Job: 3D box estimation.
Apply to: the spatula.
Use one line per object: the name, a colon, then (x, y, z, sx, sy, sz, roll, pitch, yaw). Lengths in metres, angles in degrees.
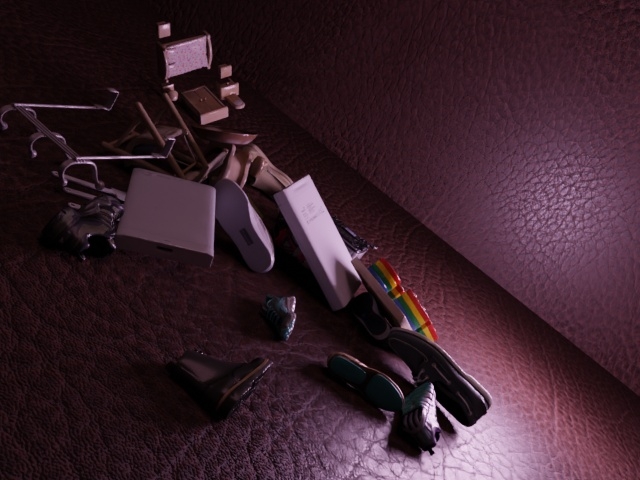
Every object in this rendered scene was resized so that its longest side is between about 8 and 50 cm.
spatula: (-0.471, -0.085, 1.602, 0.242, 0.019, 0.168, 19, 25, -47)

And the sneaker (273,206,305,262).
sneaker: (-0.089, -0.055, 2.146, 0.112, 0.121, 0.299, 28, 18, -22)

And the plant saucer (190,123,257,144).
plant saucer: (-0.286, -0.312, 2.123, 0.198, 0.036, 0.198, 8, 11, -2)

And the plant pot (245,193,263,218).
plant pot: (-0.208, -0.078, 2.053, 0.079, 0.083, 0.083, 44, 12, -22)

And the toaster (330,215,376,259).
toaster: (0.061, 0.016, 2.278, 0.185, 0.110, 0.168, 39, 17, 8)

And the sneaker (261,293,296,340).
sneaker: (-0.099, 0.171, 1.629, 0.076, 0.065, 0.166, 17, 17, -10)

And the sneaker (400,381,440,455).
sneaker: (0.238, 0.411, 1.657, 0.098, 0.083, 0.223, 58, 20, -3)

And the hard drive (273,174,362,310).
hard drive: (0.000, 0.000, 2.005, 0.353, 0.047, 0.233, 62, 21, -6)

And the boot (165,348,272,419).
boot: (-0.174, 0.224, 1.280, 0.137, 0.077, 0.198, 34, 14, 8)

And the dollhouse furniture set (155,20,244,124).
dollhouse furniture set: (-0.414, -0.624, 2.598, 0.303, 0.356, 0.174, -24, 53, -27)

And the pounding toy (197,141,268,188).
pounding toy: (-0.259, -0.201, 2.179, 0.154, 0.154, 0.269, 25, 1, -35)

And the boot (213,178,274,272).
boot: (-0.196, -0.042, 1.843, 0.123, 0.095, 0.258, -88, 154, -79)

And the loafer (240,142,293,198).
loafer: (-0.187, -0.206, 2.417, 0.268, 0.102, 0.092, 45, 50, 4)

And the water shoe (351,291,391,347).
water shoe: (0.144, 0.224, 1.991, 0.080, 0.073, 0.203, 58, 3, -33)

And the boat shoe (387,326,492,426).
boat shoe: (0.290, 0.348, 1.836, 0.319, 0.116, 0.099, 39, 59, 9)

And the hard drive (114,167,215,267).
hard drive: (-0.338, -0.057, 1.603, 0.203, 0.040, 0.308, 14, 29, -15)

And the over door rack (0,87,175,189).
over door rack: (-0.534, -0.231, 1.651, 0.239, 0.108, 0.324, 39, 34, 18)

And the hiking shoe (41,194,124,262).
hiking shoe: (-0.440, -0.015, 1.394, 0.114, 0.086, 0.227, 51, 22, -1)

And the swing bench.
swing bench: (-0.406, -0.242, 1.926, 0.254, 0.165, 0.253, 43, 15, -8)

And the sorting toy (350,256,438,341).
sorting toy: (0.219, 0.178, 2.017, 0.257, 0.089, 0.255, 53, -4, 42)

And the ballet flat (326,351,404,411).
ballet flat: (0.102, 0.313, 1.624, 0.206, 0.073, 0.067, 38, 1, -9)
